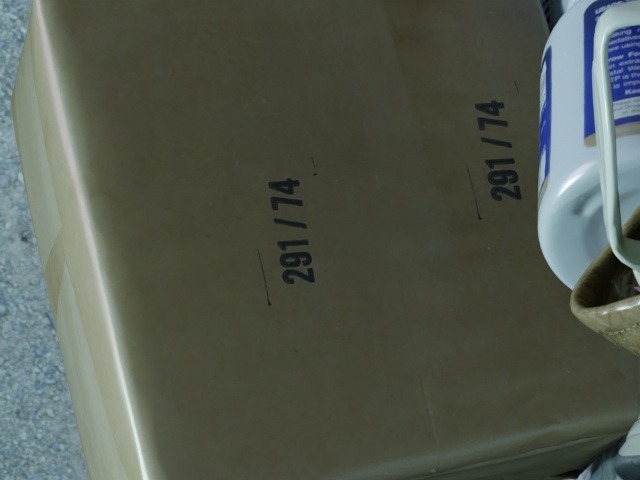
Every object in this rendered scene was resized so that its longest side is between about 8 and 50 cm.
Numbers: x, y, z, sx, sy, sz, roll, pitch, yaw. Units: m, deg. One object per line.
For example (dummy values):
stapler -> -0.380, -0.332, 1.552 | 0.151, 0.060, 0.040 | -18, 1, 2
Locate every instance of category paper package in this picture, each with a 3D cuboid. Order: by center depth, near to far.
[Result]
paper package -> 0.000, 0.000, 1.070 | 0.168, 0.309, 0.325 | 123, 134, -65

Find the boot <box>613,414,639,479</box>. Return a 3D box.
boot -> 0.189, -0.002, 0.548 | 0.236, 0.085, 0.178 | -21, 41, 64

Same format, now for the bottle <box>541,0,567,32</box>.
bottle -> 0.173, -0.134, 1.140 | 0.283, 0.092, 0.118 | 111, 169, -66

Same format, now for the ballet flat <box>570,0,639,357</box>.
ballet flat -> 0.177, -0.092, 0.749 | 0.116, 0.124, 0.342 | -87, 10, -62

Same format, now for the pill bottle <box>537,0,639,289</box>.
pill bottle -> 0.165, -0.065, 0.932 | 0.112, 0.112, 0.186 | 106, 174, -46
